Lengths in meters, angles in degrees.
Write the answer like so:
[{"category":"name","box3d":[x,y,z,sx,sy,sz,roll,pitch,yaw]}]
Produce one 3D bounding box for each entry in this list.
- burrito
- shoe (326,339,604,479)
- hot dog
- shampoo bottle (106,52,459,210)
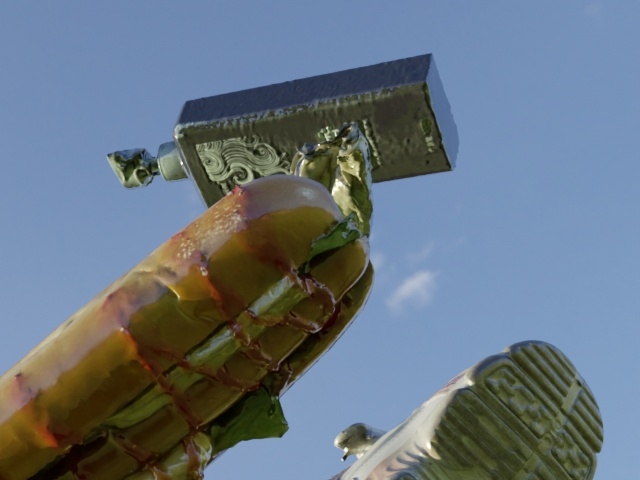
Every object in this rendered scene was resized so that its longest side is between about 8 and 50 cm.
[{"category":"burrito","box3d":[0.002,0.000,0.947,0.063,0.058,0.229,2,-32,-5]},{"category":"shoe","box3d":[0.115,0.234,1.316,0.351,0.198,0.172,-36,-81,-25]},{"category":"hot dog","box3d":[-0.079,0.074,0.584,0.250,0.076,0.104,-39,-49,-2]},{"category":"shampoo bottle","box3d":[-0.038,-0.087,1.159,0.309,0.071,0.098,-8,-50,20]}]
